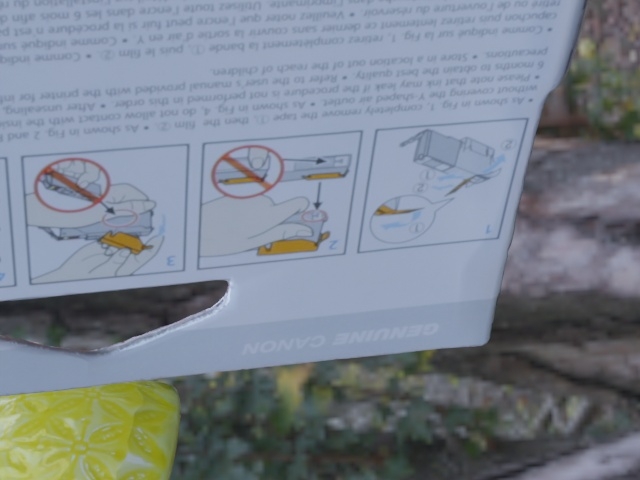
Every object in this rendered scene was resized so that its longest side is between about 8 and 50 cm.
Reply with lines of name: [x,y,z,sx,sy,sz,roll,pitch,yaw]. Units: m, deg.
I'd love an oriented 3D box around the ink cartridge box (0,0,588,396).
ink cartridge box: [-0.065,-0.054,0.443,0.239,0.275,0.060,98,162,-47]

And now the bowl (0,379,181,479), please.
bowl: [-0.203,0.187,0.870,0.289,0.156,0.289,-157,90,-79]
